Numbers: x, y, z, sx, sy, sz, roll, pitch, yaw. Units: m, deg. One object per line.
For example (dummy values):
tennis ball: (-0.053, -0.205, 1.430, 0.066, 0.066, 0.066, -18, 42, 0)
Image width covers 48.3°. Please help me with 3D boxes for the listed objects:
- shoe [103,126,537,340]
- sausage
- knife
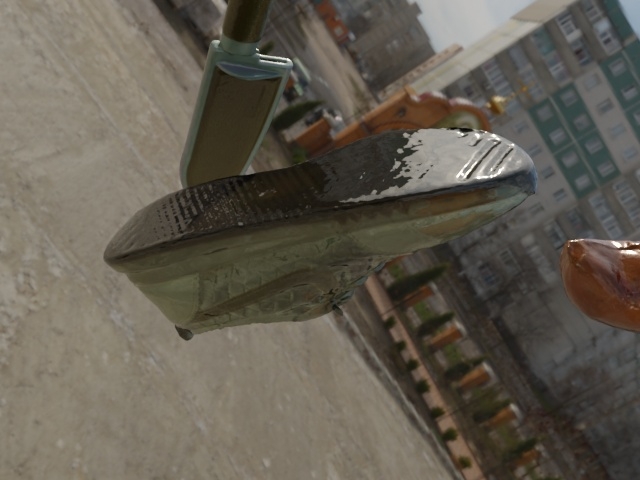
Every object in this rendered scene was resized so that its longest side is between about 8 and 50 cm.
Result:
shoe: (0.000, 0.000, 0.455, 0.103, 0.275, 0.098, -72, 144, -53)
sausage: (0.300, 0.044, 0.663, 0.179, 0.089, 0.089, 11, 24, -11)
knife: (-0.052, -0.119, 0.509, 0.061, 0.343, 0.027, 6, 53, -19)
